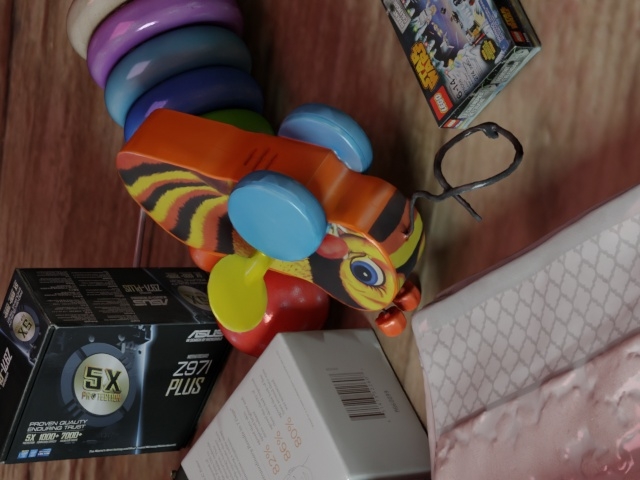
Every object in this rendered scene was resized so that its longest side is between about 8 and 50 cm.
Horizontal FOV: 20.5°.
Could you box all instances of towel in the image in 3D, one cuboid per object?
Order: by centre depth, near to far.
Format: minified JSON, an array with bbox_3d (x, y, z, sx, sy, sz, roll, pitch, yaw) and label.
[{"bbox_3d":[0.173,0.128,1.044,0.332,0.053,0.317,-34,52,46],"label":"towel"}]

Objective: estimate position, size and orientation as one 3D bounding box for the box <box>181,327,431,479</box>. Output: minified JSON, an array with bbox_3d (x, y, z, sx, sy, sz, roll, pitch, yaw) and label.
[{"bbox_3d":[-0.010,0.166,1.312,0.170,0.091,0.130,-53,51,38],"label":"box"}]

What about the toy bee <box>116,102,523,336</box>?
[{"bbox_3d":[0.000,0.000,1.234,0.298,0.195,0.162,28,147,44],"label":"toy bee"}]

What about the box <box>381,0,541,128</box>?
[{"bbox_3d":[0.091,-0.159,1.225,0.094,0.027,0.137,-48,54,43],"label":"box"}]

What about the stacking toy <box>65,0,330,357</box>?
[{"bbox_3d":[-0.083,-0.061,1.380,0.141,0.141,0.330,-44,61,44],"label":"stacking toy"}]

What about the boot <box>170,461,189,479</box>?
[{"bbox_3d":[-0.128,0.250,1.495,0.198,0.077,0.137,-11,77,39],"label":"boot"}]

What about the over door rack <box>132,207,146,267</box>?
[{"bbox_3d":[-0.257,0.037,1.515,0.108,0.240,0.324,38,120,39],"label":"over door rack"}]

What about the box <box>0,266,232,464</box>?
[{"bbox_3d":[-0.178,0.101,1.456,0.077,0.180,0.147,52,129,40],"label":"box"}]
